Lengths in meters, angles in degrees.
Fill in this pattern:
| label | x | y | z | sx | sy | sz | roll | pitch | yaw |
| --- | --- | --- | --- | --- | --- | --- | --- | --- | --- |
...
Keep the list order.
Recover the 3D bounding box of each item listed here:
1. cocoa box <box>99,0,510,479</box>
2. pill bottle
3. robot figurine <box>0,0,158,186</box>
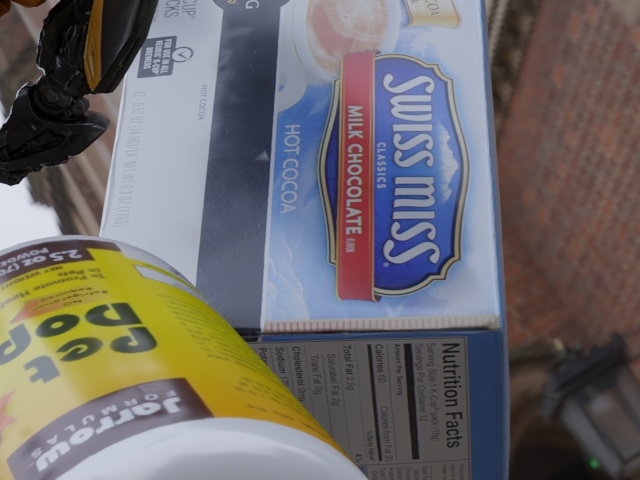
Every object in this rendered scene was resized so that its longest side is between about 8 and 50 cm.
| label | x | y | z | sx | sy | sz | roll | pitch | yaw |
| --- | --- | --- | --- | --- | --- | --- | --- | --- | --- |
| cocoa box | 0.000 | 0.000 | 1.027 | 0.228 | 0.347 | 0.231 | -2 | -43 | 5 |
| pill bottle | -0.050 | 0.083 | 0.450 | 0.117 | 0.215 | 0.117 | -8 | -69 | -21 |
| robot figurine | -0.204 | -0.088 | 0.653 | 0.291 | 0.211 | 0.085 | -34 | -7 | 21 |
